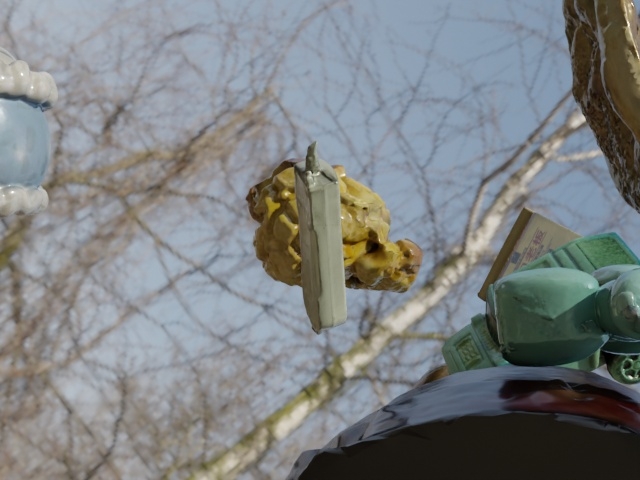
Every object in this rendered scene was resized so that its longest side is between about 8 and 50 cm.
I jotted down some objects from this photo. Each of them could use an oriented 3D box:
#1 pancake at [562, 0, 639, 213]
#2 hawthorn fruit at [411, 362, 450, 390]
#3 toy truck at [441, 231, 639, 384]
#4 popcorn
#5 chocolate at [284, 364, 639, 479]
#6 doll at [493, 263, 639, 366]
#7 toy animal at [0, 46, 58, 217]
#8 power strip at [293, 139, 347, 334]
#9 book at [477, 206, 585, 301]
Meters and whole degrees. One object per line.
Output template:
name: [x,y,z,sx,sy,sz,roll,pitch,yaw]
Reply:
pancake: [0.388,-0.205,1.515,0.387,0.082,0.387,-18,90,-85]
hawthorn fruit: [0.229,0.354,1.852,0.267,0.301,0.268,35,-23,17]
toy truck: [0.288,0.115,1.425,0.156,0.278,0.155,58,6,-28]
popcorn: [0.022,-0.010,2.039,0.332,0.265,0.225,25,-77,2]
chocolate: [0.116,0.254,0.699,0.384,0.383,0.331,50,4,6]
doll: [0.177,0.036,0.624,0.158,0.159,0.059,-9,-97,43]
toy animal: [-0.376,-0.123,1.256,0.156,0.208,0.204,12,-85,33]
power strip: [0.000,0.000,0.988,0.047,0.030,0.191,-123,-155,-54]
book: [0.348,0.042,1.850,0.026,0.231,0.161,31,-82,36]
